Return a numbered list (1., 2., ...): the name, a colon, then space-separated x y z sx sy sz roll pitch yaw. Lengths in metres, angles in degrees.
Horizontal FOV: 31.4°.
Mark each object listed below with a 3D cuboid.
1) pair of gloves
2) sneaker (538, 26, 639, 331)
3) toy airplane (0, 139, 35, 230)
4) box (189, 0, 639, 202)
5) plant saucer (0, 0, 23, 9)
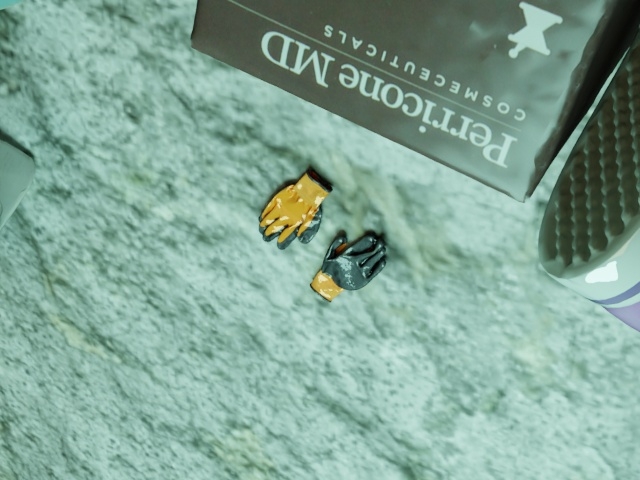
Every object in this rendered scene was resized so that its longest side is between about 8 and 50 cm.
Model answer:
1. pair of gloves: 0.000 0.000 0.733 0.083 0.010 0.074 44 133 -4
2. sneaker: 0.220 -0.075 0.456 0.161 0.102 0.282 27 100 -17
3. toy airplane: -0.375 -0.097 0.753 0.386 0.272 0.384 -8 150 17
4. box: 0.068 -0.164 0.467 0.168 0.167 0.203 26 132 13
5. plant saucer: -0.189 -0.259 0.511 0.318 0.044 0.317 0 87 9
